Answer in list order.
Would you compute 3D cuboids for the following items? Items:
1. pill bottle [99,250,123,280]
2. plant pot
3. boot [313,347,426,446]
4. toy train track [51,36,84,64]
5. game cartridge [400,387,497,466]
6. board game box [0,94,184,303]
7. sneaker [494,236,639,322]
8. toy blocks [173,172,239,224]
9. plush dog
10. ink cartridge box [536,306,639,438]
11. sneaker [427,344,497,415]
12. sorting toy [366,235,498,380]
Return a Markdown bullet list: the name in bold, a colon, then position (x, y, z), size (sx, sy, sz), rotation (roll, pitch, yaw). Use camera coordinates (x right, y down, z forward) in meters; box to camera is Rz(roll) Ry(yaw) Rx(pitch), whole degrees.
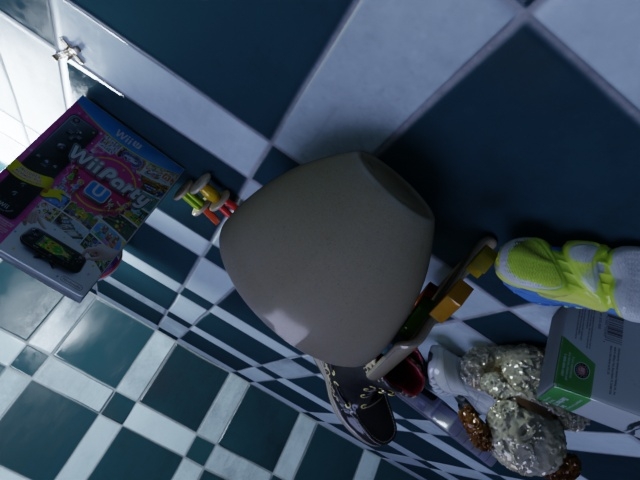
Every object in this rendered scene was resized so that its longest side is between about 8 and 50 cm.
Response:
- **pill bottle**: position (-0.679, -0.013, 1.226), size (0.182, 0.181, 0.323), rotation (28, 151, 0)
- **plant pot**: position (0.039, -0.005, 0.583), size (0.284, 0.284, 0.191), rotation (36, 114, -15)
- **boot**: position (0.132, 0.341, 1.039), size (0.284, 0.138, 0.377), rotation (-24, 91, 58)
- **toy train track**: position (-0.417, -0.301, 0.706), size (0.083, 0.014, 0.048), rotation (6, 144, 36)
- **game cartridge**: position (0.279, 0.436, 1.161), size (0.230, 0.068, 0.355), rotation (49, 166, -27)
- **board game box**: position (-0.434, -0.076, 0.785), size (0.224, 0.303, 0.098), rotation (37, 150, -17)
- **sneaker**: position (0.353, 0.053, 0.575), size (0.240, 0.091, 0.126), rotation (17, 170, 15)
- **toy blocks**: position (-0.207, -0.061, 0.877), size (0.123, 0.054, 0.148), rotation (-8, 136, 46)
- **plush dog**: position (0.386, 0.312, 0.795), size (0.263, 0.225, 0.210), rotation (21, 151, 13)
- **ink cartridge box**: position (0.445, 0.191, 0.626), size (0.209, 0.153, 0.086), rotation (19, 151, 18)
- **sneaker**: position (0.340, 0.321, 0.997), size (0.118, 0.110, 0.292), rotation (-16, 135, 38)
- **sorting toy**: position (0.165, 0.084, 0.627), size (0.041, 0.229, 0.307), rotation (40, 154, 14)
